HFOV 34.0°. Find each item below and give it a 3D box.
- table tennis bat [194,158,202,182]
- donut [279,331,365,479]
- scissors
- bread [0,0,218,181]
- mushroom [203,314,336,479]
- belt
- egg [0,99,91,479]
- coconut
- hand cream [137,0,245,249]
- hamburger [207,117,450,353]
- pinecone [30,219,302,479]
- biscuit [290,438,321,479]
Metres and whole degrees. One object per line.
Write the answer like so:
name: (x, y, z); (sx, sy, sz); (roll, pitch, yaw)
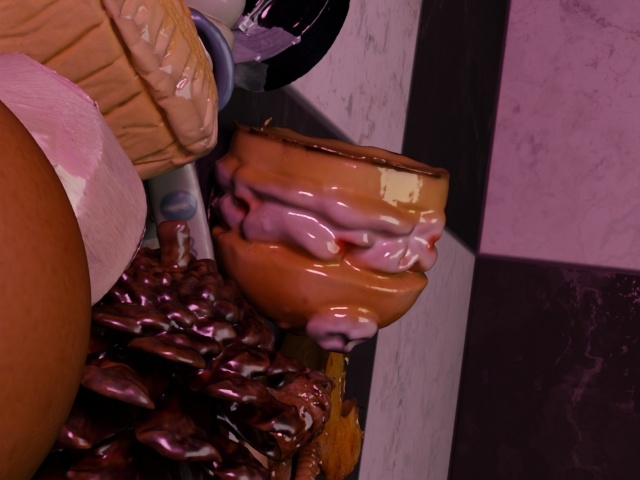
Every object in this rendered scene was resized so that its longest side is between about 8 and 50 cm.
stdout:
table tennis bat: (-0.139, -0.059, 1.060); (0.095, 0.014, 0.158); (67, 36, -54)
donut: (-0.009, 0.230, 1.422); (0.152, 0.101, 0.259); (-58, 150, -53)
scissors: (-0.120, -0.042, 0.865); (0.041, 0.138, 0.289); (-138, -145, -62)
bread: (-0.164, -0.140, 0.714); (0.236, 0.140, 0.106); (57, 22, -47)
mushroom: (-0.101, 0.200, 1.037); (0.278, 0.163, 0.297); (-40, 136, -53)
belt: (-0.054, -0.244, 1.047); (0.078, 0.151, 0.198); (63, 46, -67)
egg: (-0.233, 0.021, 0.403); (0.322, 0.250, 0.250); (33, 64, -63)
coconut: (-0.201, -0.033, 0.631); (0.183, 0.170, 0.171); (62, 37, -52)
hand cream: (-0.149, -0.100, 0.920); (0.147, 0.093, 0.306); (22, 85, -68)
hamburger: (0.000, 0.000, 1.146); (0.276, 0.276, 0.237); (-11, 117, -72)
pinecone: (-0.140, 0.135, 0.772); (0.309, 0.244, 0.244); (-65, 162, 2)
biscuit: (-0.056, 0.369, 1.226); (0.305, 0.038, 0.305); (-161, -90, -85)
